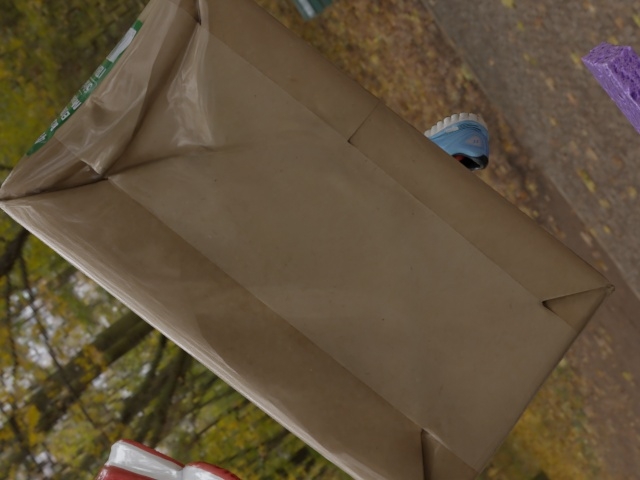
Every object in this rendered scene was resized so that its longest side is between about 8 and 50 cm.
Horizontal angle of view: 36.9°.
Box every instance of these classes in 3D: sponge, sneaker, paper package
[{"bbox_3d":[0.316,-0.089,0.853,0.210,0.031,0.117,49,-168,-5],"label":"sponge"},{"bbox_3d":[0.108,-0.076,1.033,0.063,0.162,0.073,39,-148,-49],"label":"sneaker"},{"bbox_3d":[-0.106,0.216,0.638,0.087,0.128,0.221,47,153,-25],"label":"sneaker"},{"bbox_3d":[-0.017,0.001,0.642,0.309,0.168,0.325,37,179,-6],"label":"paper package"}]
